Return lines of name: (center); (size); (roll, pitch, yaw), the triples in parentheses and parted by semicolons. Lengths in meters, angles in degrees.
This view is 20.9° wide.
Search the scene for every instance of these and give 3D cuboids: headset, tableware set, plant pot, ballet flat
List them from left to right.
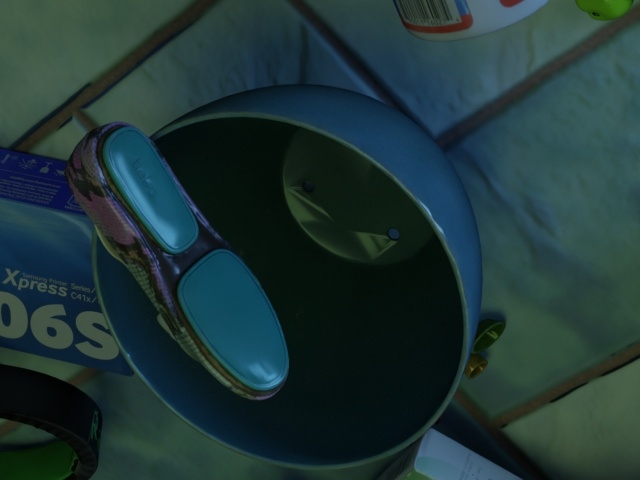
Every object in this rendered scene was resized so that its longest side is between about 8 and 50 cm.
headset: (-0.395, 0.142, 1.574); (0.394, 0.185, 0.243); (6, 152, -13)
ballet flat: (-0.103, 0.019, 1.218); (0.221, 0.077, 0.079); (55, 142, -5)
plant pot: (0.000, 0.000, 1.318); (0.290, 0.195, 0.290); (10, 120, 18)
tableware set: (0.088, 0.112, 1.422); (0.024, 0.154, 0.104); (48, 130, 25)

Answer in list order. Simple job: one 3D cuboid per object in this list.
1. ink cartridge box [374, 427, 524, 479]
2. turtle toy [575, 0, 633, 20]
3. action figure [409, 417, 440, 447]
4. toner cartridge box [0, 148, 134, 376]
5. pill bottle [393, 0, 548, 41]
ink cartridge box: (0.147, 0.271, 1.544); (0.224, 0.056, 0.181); (31, 142, -4)
turtle toy: (0.238, -0.190, 1.200); (0.130, 0.066, 0.095); (-15, 119, 26)
action figure: (0.085, 0.161, 1.518); (0.038, 0.030, 0.115); (1, 137, 22)
toner cartridge box: (-0.313, 0.000, 1.504); (0.348, 0.075, 0.165); (12, 126, 10)
pill bottle: (0.077, -0.256, 1.168); (0.124, 0.124, 0.221); (-10, 121, 23)
